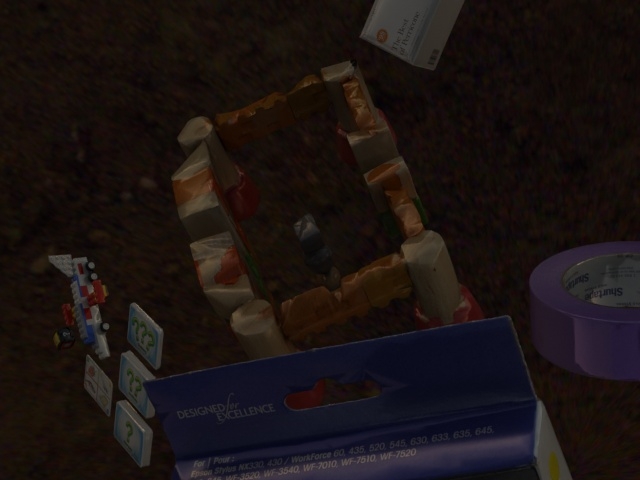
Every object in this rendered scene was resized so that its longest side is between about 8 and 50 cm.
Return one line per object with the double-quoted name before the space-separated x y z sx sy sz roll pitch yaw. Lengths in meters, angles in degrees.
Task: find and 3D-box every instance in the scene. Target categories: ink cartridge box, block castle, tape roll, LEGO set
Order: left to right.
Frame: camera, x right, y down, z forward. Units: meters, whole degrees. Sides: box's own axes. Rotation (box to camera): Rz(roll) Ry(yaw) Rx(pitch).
"LEGO set" -0.267 0.132 1.559 0.244 0.060 0.182 38 127 47
"block castle" 0.000 0.000 1.712 0.303 0.212 0.453 -23 44 2
"ink cartridge box" 0.043 0.223 0.985 0.304 0.072 0.307 -13 116 24
"tape roll" 0.428 0.092 1.823 0.275 0.275 0.090 -1 113 10

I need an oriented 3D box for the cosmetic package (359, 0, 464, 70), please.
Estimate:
"cosmetic package" 0.144 -0.351 1.708 0.099 0.060 0.239 33 108 34
